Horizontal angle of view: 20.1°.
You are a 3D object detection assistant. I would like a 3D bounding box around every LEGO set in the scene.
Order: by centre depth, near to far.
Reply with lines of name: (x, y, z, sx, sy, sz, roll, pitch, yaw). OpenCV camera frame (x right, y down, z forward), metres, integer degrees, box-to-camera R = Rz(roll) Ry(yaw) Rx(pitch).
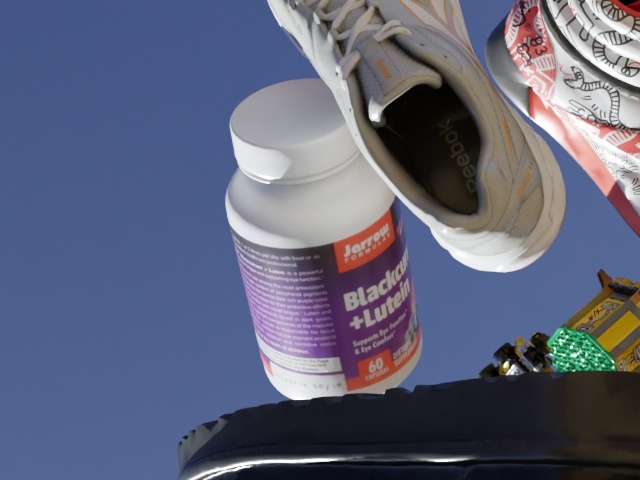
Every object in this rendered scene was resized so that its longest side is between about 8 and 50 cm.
LEGO set: (0.296, 0.143, 1.278, 0.192, 0.331, 0.255, -37, -22, -30)

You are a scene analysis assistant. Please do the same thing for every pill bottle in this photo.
pill bottle: (0.000, 0.000, 1.138, 0.108, 0.108, 0.193, -40, -47, -34)

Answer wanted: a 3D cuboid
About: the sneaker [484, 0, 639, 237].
sneaker: (0.240, -0.080, 1.166, 0.270, 0.145, 0.090, 42, -126, 0)

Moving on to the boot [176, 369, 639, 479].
boot: (0.038, 0.199, 0.787, 0.131, 0.348, 0.260, 7, -102, -29)

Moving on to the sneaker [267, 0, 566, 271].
sneaker: (0.039, -0.103, 0.994, 0.099, 0.262, 0.121, -40, -16, 11)
